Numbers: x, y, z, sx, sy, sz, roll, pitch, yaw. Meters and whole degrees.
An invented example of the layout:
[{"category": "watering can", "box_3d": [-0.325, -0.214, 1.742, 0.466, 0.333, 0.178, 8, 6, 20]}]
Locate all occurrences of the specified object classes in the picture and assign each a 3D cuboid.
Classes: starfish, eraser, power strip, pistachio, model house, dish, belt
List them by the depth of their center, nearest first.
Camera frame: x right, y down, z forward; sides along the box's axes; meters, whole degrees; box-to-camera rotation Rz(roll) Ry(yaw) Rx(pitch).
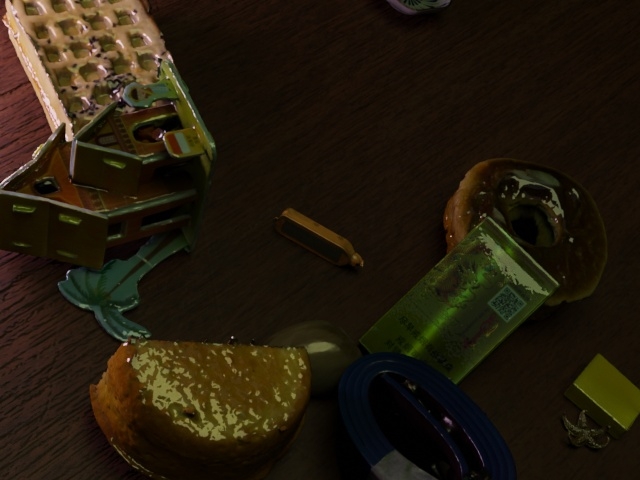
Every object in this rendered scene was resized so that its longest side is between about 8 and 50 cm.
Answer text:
[{"category": "belt", "box_3d": [0.149, 0.320, 1.706, 0.212, 0.117, 0.347, -18, 44, -24]}, {"category": "model house", "box_3d": [-0.331, -0.044, 1.760, 0.323, 0.300, 0.340, -16, 63, -24]}, {"category": "pistachio", "box_3d": [-0.022, 0.190, 1.819, 0.185, 0.108, 0.126, 2, 97, -12]}, {"category": "starfish", "box_3d": [0.453, 0.328, 1.938, 0.091, 0.028, 0.078, 34, 48, 10]}, {"category": "eraser", "box_3d": [0.506, 0.275, 1.985, 0.122, 0.045, 0.097, 42, 51, 12]}, {"category": "power strip", "box_3d": [0.000, 0.000, 1.996, 0.178, 0.049, 0.028, 30, 46, 2]}, {"category": "dish", "box_3d": [0.196, -0.547, 2.461, 0.190, 0.066, 0.191, 10, 55, -14]}]

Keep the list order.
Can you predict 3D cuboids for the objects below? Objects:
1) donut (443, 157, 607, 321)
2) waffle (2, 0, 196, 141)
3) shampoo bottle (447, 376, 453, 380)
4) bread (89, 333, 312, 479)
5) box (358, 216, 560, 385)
[{"category": "donut", "box_3d": [0.363, 0.001, 2.071, 0.330, 0.160, 0.330, 13, 56, -20]}, {"category": "waffle", "box_3d": [-0.399, -0.307, 2.031, 0.261, 0.114, 0.376, -12, 61, -28]}, {"category": "shampoo bottle", "box_3d": [0.243, 0.315, 1.825, 0.056, 0.056, 0.195, -23, 78, -32]}, {"category": "bread", "box_3d": [-0.157, 0.262, 1.651, 0.340, 0.194, 0.179, 6, 52, -22]}, {"category": "box", "box_3d": [0.233, 0.125, 1.897, 0.311, 0.043, 0.173, -44, 76, -5]}]
